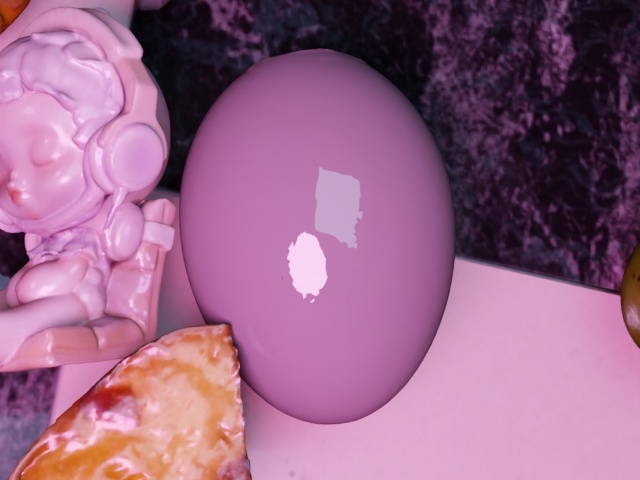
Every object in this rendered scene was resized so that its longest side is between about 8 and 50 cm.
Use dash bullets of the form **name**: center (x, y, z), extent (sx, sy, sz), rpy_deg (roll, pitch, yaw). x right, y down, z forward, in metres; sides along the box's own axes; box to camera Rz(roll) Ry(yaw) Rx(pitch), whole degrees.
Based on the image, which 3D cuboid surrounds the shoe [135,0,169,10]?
- **shoe**: center (-0.092, -0.255, 0.829), extent (0.078, 0.079, 0.195), rpy_deg (5, 69, -9)

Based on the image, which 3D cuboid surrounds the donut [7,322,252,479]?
- **donut**: center (-0.112, 0.209, 0.672), extent (0.151, 0.112, 0.295), rpy_deg (-6, 77, -12)

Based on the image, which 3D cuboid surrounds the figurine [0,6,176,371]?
- **figurine**: center (-0.161, -0.035, 0.704), extent (0.141, 0.162, 0.237), rpy_deg (8, 82, -47)

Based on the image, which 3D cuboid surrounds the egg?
- **egg**: center (0.000, 0.000, 0.733), extent (0.176, 0.176, 0.232), rpy_deg (-8, 84, -20)

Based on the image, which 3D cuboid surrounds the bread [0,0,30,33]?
- **bread**: center (-0.281, -0.220, 0.713), extent (0.240, 0.139, 0.240), rpy_deg (0, 88, -14)

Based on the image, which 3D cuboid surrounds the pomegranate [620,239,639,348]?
- **pomegranate**: center (0.307, 0.064, 0.836), extent (0.156, 0.156, 0.220), rpy_deg (-32, 106, -23)
